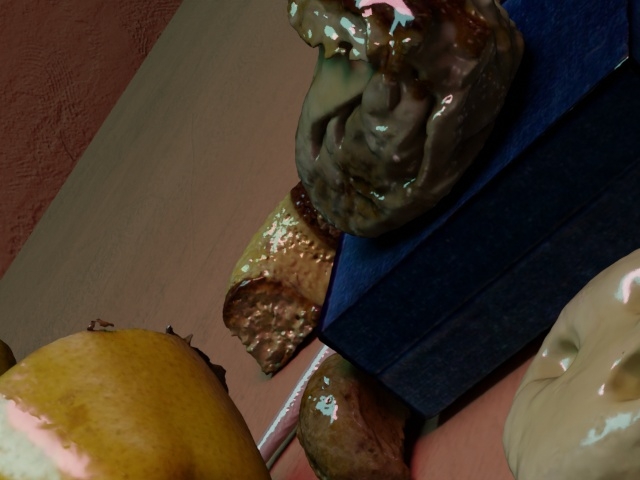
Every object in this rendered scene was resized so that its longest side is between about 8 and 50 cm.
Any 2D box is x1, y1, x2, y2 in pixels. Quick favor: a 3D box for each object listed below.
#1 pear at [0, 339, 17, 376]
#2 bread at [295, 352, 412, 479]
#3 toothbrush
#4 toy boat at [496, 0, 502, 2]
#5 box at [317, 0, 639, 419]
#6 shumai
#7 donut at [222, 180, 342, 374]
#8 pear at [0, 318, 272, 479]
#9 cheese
[{"bbox_3d":[-0.416,0.268,1.569,0.352,0.352,0.413,-29,36,54],"label":"pear"},{"bbox_3d":[0.021,0.120,1.112,0.060,0.082,0.113,-44,13,33],"label":"bread"},{"bbox_3d":[-0.028,0.139,1.307,0.307,0.025,0.029,-54,7,-9],"label":"toothbrush"},{"bbox_3d":[0.089,-0.197,1.469,0.136,0.162,0.445,-30,22,22],"label":"toy boat"},{"bbox_3d":[0.139,-0.060,1.121,0.279,0.116,0.261,-41,20,31],"label":"box"},{"bbox_3d":[0.031,-0.102,1.061,0.184,0.142,0.184,-45,16,17],"label":"shumai"},{"bbox_3d":[0.000,0.002,1.436,0.217,0.085,0.141,-46,16,22],"label":"donut"},{"bbox_3d":[-0.109,0.193,1.119,0.178,0.267,0.267,25,73,42],"label":"pear"},{"bbox_3d":[0.192,0.043,0.783,0.263,0.093,0.159,-42,16,31],"label":"cheese"}]
